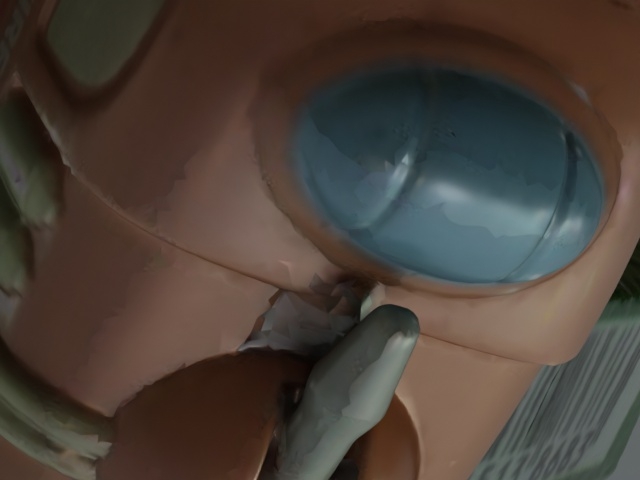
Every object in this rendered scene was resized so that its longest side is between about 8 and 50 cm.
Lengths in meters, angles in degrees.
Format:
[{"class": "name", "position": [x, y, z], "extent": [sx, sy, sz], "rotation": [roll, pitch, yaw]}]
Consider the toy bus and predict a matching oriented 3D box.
[{"class": "toy bus", "position": [-0.018, -0.020, 0.524], "extent": [0.194, 0.288, 0.232], "rotation": [20, -156, -23]}]

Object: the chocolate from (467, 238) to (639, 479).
[{"class": "chocolate", "position": [0.000, 0.000, 0.994], "extent": [0.341, 0.161, 0.360], "rotation": [41, -160, 22]}]
